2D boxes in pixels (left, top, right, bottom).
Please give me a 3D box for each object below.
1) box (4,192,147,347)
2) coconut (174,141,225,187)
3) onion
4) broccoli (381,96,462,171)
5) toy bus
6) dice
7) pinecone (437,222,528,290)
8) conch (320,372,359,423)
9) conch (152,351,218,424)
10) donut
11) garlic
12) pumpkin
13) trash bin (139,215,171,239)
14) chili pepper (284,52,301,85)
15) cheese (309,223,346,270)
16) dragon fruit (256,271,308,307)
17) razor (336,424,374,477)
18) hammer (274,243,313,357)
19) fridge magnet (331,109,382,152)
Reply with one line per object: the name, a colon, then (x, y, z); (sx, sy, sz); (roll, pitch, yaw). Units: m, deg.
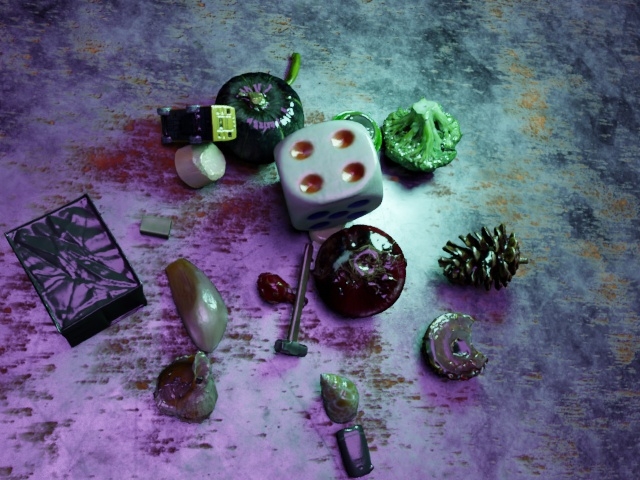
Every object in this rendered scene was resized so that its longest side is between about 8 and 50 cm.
box: (-0.700, 0.087, 1.660); (0.251, 0.204, 0.345); (-31, 81, -22)
coconut: (-0.405, -0.250, 1.899); (0.147, 0.152, 0.147); (16, 70, -49)
onion: (0.128, 0.104, 1.879); (0.313, 0.232, 0.314); (0, 85, 6)
broccoli: (0.367, -0.393, 2.100); (0.307, 0.275, 0.308); (-7, 51, 9)
toy bus: (-0.408, -0.377, 1.858); (0.123, 0.335, 0.121); (-13, 106, -40)
dice: (0.024, -0.201, 1.838); (0.304, 0.304, 0.277); (-14, 75, -2)
pinecone: (0.564, 0.060, 2.005); (0.308, 0.244, 0.244); (0, 70, -3)
conch: (0.063, 0.488, 1.780); (0.116, 0.106, 0.173); (-7, 86, 2)
conch: (-0.382, 0.416, 1.642); (0.178, 0.245, 0.163); (-3, 31, -33)
donut: (0.443, 0.364, 1.927); (0.216, 0.096, 0.230); (-24, 78, -19)
garlic: (-0.377, 0.187, 1.778); (0.143, 0.112, 0.318); (-23, 67, -18)
pumpkin: (-0.211, -0.414, 1.953); (0.323, 0.241, 0.324); (4, 67, -10)
trash bin: (-0.531, -0.043, 1.842); (0.092, 0.043, 0.061); (9, 69, -11)
chili pepper: (-0.115, -0.627, 2.163); (0.051, 0.050, 0.202); (5, 59, 29)
cheese: (0.000, 0.000, 1.964); (0.127, 0.050, 0.235); (24, 66, -5)
dragon fruit: (-0.124, 0.172, 1.853); (0.190, 0.094, 0.094); (32, 65, -15)
razor: (0.106, 0.647, 1.756); (0.090, 0.054, 0.148); (-11, 73, -15)
hammer: (-0.063, 0.187, 1.837); (0.111, 0.043, 0.366); (23, 70, -39)
fridge magnet: (0.132, -0.393, 2.121); (0.207, 0.088, 0.208); (5, 70, -13)
